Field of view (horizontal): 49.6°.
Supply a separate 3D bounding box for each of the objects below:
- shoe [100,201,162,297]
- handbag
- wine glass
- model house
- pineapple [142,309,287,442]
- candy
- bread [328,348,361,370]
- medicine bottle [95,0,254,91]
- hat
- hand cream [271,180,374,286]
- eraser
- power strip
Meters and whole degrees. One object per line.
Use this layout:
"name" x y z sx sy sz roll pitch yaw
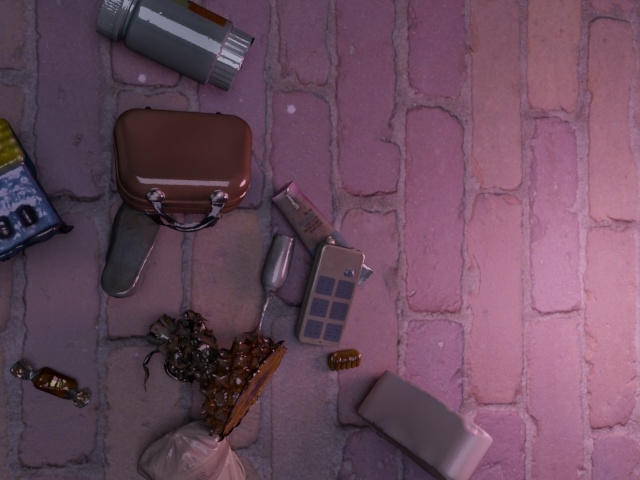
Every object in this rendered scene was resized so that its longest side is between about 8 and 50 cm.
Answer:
"shoe" -0.425 0.021 1.543 0.103 0.100 0.250 16 61 -12
"handbag" -0.300 -0.145 1.523 0.302 0.149 0.283 1 66 -18
"wine glass" -0.115 0.106 1.641 0.074 0.074 0.262 17 82 -14
"model house" -0.687 -0.094 1.421 0.237 0.215 0.303 -29 91 -14
"pineapple" -0.255 0.264 1.540 0.272 0.262 0.262 32 80 11
"candy" -0.587 0.312 1.512 0.182 0.046 0.053 29 83 -15
"bread" 0.061 0.294 1.699 0.088 0.034 0.049 -4 95 -16
"medicine bottle" -0.322 -0.465 1.554 0.318 0.158 0.158 25 82 -13
"hat" -0.276 0.533 1.547 0.220 0.164 0.226 -28 74 -13
"hand cream" 0.000 0.000 1.676 0.111 0.070 0.312 -42 103 -11
"eraser" 0.283 0.481 1.664 0.331 0.331 0.150 41 77 -11
"power strip" 0.022 0.129 1.660 0.118 0.046 0.270 13 95 -21
